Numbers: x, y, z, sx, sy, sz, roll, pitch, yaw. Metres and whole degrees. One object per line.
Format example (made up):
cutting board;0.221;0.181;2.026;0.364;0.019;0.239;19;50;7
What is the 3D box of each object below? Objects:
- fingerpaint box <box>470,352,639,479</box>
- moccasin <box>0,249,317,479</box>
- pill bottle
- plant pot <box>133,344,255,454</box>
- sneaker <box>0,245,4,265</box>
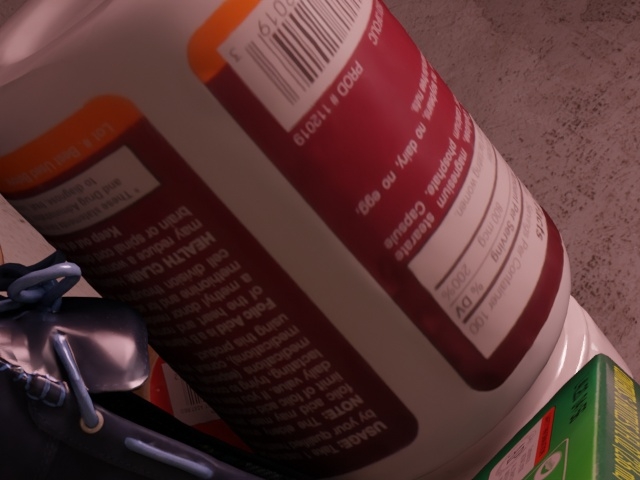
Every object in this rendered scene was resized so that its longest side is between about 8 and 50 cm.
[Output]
fingerpaint box;0.187;0.260;0.501;0.371;0.163;0.445;43;14;4
moccasin;-0.129;0.072;0.685;0.342;0.117;0.138;42;0;-30
pill bottle;0.000;0.000;0.791;0.392;0.224;0.224;49;-3;-23
plant pot;-0.049;0.105;1.014;0.191;0.191;0.174;42;8;5
sneaker;-0.266;-0.016;0.969;0.188;0.066;0.071;43;-1;30
